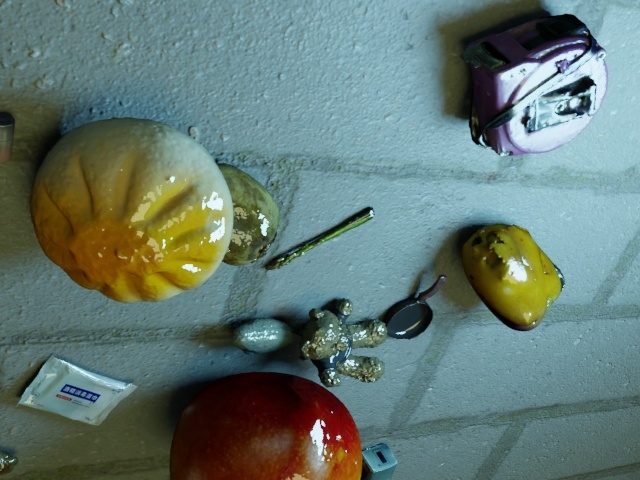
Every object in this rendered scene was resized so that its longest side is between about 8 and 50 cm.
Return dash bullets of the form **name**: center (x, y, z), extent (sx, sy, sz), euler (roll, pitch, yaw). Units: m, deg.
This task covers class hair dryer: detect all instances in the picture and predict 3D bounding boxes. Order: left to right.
- **hair dryer**: center (-0.481, -0.146, 1.076), extent (0.114, 0.037, 0.063), euler (6, 126, -24)

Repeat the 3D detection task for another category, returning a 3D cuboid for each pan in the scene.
- **pan**: center (0.210, 0.138, 1.699), extent (0.115, 0.040, 0.212), euler (3, 134, -30)

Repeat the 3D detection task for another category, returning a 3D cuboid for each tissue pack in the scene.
- **tissue pack**: center (-0.458, 0.287, 1.476), extent (0.122, 0.026, 0.193), euler (-46, 135, 13)

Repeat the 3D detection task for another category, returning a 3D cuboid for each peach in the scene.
- **peach**: center (-0.100, 0.425, 1.546), extent (0.389, 0.388, 0.388), euler (-15, 134, -17)

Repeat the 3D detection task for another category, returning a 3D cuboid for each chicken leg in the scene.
- **chicken leg**: center (-0.635, 0.391, 1.453), extent (0.085, 0.069, 0.198), euler (-52, 145, -13)

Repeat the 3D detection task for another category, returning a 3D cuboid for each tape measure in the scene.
- **tape measure**: center (0.368, -0.258, 1.355), extent (0.245, 0.149, 0.231), euler (-26, 135, -5)

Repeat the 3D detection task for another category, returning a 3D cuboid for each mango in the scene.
- **mango**: center (0.405, 0.075, 1.652), extent (0.153, 0.201, 0.287), euler (-28, 128, 25)

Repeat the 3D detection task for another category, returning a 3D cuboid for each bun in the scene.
- **bun**: center (-0.273, -0.023, 1.134), extent (0.299, 0.164, 0.298), euler (2, 125, 3)

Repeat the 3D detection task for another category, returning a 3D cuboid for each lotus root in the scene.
- **lotus root**: center (-0.148, -0.052, 1.277), extent (0.138, 0.138, 0.214), euler (-32, 124, 1)

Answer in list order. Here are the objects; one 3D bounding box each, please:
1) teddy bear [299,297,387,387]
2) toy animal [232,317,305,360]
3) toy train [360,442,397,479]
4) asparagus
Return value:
- **teddy bear**: center (0.033, 0.219, 1.617), extent (0.129, 0.181, 0.251), euler (-15, 150, 30)
- **toy animal**: center (-0.085, 0.197, 1.585), extent (0.079, 0.070, 0.253), euler (-14, 161, 34)
- **toy train**: center (0.116, 0.712, 2.131), extent (0.086, 0.089, 0.409), euler (-11, 132, -28)
- **asparagus**: center (0.000, 0.000, 1.478), extent (0.233, 0.023, 0.022), euler (-28, 92, -4)
